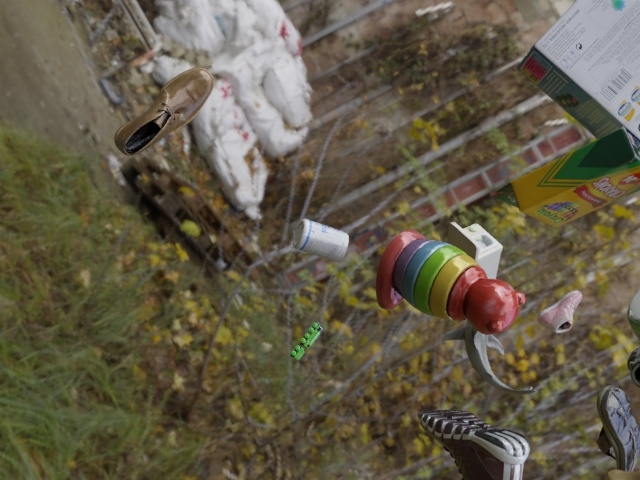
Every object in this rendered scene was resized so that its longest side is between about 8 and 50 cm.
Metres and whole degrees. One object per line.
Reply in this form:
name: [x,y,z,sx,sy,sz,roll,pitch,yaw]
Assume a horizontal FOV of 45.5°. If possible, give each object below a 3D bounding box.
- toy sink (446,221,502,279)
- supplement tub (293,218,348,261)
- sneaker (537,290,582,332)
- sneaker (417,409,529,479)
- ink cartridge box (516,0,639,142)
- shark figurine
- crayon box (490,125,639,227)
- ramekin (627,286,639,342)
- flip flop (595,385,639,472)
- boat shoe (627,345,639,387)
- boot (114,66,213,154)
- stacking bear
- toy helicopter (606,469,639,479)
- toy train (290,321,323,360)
toy sink: [0.536,0.041,2.672,0.153,0.131,0.234,48,-29,41]
supplement tub: [0.000,0.000,1.674,0.107,0.071,0.071,18,20,-18]
sneaker: [0.590,0.175,1.826,0.070,0.134,0.051,42,-27,45]
sneaker: [0.251,0.394,1.329,0.281,0.107,0.162,-179,-89,-70]
ink cartridge box: [0.700,-0.383,1.764,0.395,0.270,0.151,43,-5,6]
shark figurine: [0.389,0.257,1.806,0.116,0.166,0.278,78,-3,-56]
crayon box: [0.570,-0.121,1.708,0.202,0.319,0.081,15,55,-50]
ramekin: [0.587,0.097,1.066,0.148,0.303,0.303,55,3,-3]
flip flop: [0.668,0.442,1.749,0.080,0.112,0.277,3,-51,46]
boat shoe: [0.889,0.344,2.051,0.335,0.119,0.121,98,-24,-83]
boot: [-0.382,-0.318,1.926,0.112,0.305,0.115,50,-6,-23]
stacking bear: [0.271,0.098,1.556,0.289,0.175,0.164,27,-35,39]
toy helicopter: [0.579,0.536,1.476,0.235,0.355,0.140,-85,164,-65]
toy train: [-0.025,0.191,1.442,0.024,0.083,0.017,38,-12,4]
